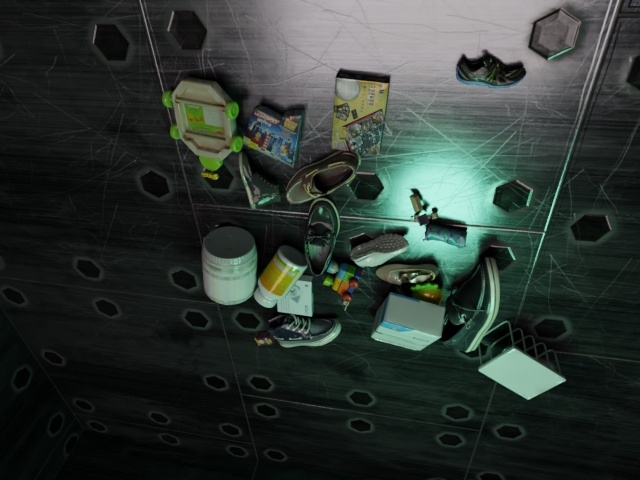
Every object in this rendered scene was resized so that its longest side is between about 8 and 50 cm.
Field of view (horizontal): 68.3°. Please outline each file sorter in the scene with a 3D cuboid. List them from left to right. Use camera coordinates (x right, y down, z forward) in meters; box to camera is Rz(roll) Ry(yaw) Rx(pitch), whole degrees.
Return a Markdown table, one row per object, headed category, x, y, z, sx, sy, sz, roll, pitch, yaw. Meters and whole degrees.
| category | x | y | z | sx | sy | sz | roll | pitch | yaw |
| --- | --- | --- | --- | --- | --- | --- | --- | --- | --- |
| file sorter | 0.825 | 0.492 | 1.960 | 0.278 | 0.173 | 0.193 | 32 | 128 | -12 |

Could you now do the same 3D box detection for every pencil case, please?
| category | x | y | z | sx | sy | sz | roll | pitch | yaw |
| --- | --- | --- | --- | --- | --- | --- | --- | --- | --- |
| pencil case | 0.454 | -0.015 | 1.709 | 0.152 | 0.064 | 0.070 | 14 | 114 | 3 |

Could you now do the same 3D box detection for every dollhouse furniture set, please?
| category | x | y | z | sx | sy | sz | roll | pitch | yaw |
| --- | --- | --- | --- | --- | --- | --- | --- | --- | --- |
| dollhouse furniture set | 0.351 | -0.118 | 1.688 | 0.081 | 0.091 | 0.114 | 3 | 116 | 66 |

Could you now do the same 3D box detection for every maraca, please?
| category | x | y | z | sx | sy | sz | roll | pitch | yaw |
| --- | --- | --- | --- | --- | --- | --- | --- | --- | --- |
| maraca | 0.420 | 0.207 | 1.861 | 0.127 | 0.099 | 0.185 | -12 | 149 | 16 |

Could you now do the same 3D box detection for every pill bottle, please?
| category | x | y | z | sx | sy | sz | roll | pitch | yaw |
| --- | --- | --- | --- | --- | --- | --- | --- | --- | --- |
| pill bottle | -0.169 | 0.152 | 1.919 | 0.136 | 0.136 | 0.245 | 31 | 113 | -11 |

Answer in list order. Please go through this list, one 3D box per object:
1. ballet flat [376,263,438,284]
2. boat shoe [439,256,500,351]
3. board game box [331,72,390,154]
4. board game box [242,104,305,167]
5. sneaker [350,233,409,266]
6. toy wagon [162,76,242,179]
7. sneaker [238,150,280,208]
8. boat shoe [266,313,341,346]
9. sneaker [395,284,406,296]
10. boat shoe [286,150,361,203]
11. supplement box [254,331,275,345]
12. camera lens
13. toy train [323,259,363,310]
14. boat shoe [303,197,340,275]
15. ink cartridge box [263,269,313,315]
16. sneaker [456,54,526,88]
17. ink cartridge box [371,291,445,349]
| category | x | y | z | sx | sy | sz | roll | pitch | yaw |
| --- | --- | --- | --- | --- | --- | --- | --- | --- | --- |
| ballet flat | 0.336 | 0.136 | 1.852 | 0.248 | 0.086 | 0.086 | -7 | 126 | 20 |
| boat shoe | 0.574 | 0.262 | 1.833 | 0.156 | 0.186 | 0.500 | 6 | 135 | 2 |
| board game box | 0.123 | -0.397 | 1.494 | 0.165 | 0.042 | 0.243 | 9 | 130 | 7 |
| board game box | -0.138 | -0.370 | 1.571 | 0.194 | 0.060 | 0.194 | 26 | 129 | -7 |
| sneaker | 0.235 | 0.045 | 1.813 | 0.235 | 0.090 | 0.095 | -15 | 136 | 29 |
| toy wagon | -0.390 | -0.372 | 1.604 | 0.267 | 0.068 | 0.344 | 15 | 132 | 19 |
| sneaker | -0.220 | -0.230 | 1.710 | 0.118 | 0.083 | 0.222 | -13 | 119 | 1 |
| boat shoe | -0.086 | 0.396 | 2.136 | 0.341 | 0.127 | 0.158 | -19 | 132 | 28 |
| sneaker | 0.324 | 0.216 | 1.953 | 0.035 | 0.031 | 0.083 | -19 | 122 | 27 |
| boat shoe | -0.003 | -0.208 | 1.645 | 0.324 | 0.096 | 0.116 | -25 | 119 | 30 |
| supplement box | -0.273 | 0.480 | 2.315 | 0.083 | 0.043 | 0.055 | -11 | 124 | 22 |
| camera lens | -0.368 | 0.108 | 1.918 | 0.219 | 0.219 | 0.274 | 12 | 130 | 4 |
| toy train | 0.074 | 0.190 | 1.955 | 0.143 | 0.105 | 0.248 | 24 | 131 | 3 |
| boat shoe | -0.004 | 0.000 | 1.805 | 0.127 | 0.113 | 0.340 | 13 | 131 | 2 |
| ink cartridge box | -0.143 | 0.234 | 2.078 | 0.224 | 0.045 | 0.223 | 7 | 130 | 9 |
| sneaker | 0.480 | -0.475 | 1.322 | 0.188 | 0.067 | 0.078 | 8 | 136 | 11 |
| ink cartridge box | 0.345 | 0.335 | 1.907 | 0.223 | 0.129 | 0.307 | 15 | 158 | 2 |
